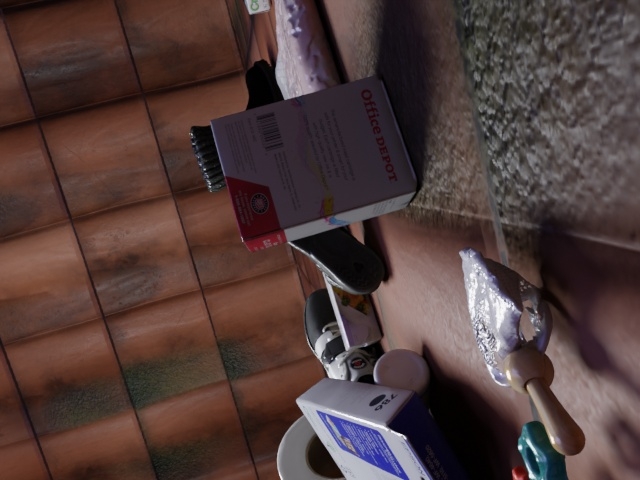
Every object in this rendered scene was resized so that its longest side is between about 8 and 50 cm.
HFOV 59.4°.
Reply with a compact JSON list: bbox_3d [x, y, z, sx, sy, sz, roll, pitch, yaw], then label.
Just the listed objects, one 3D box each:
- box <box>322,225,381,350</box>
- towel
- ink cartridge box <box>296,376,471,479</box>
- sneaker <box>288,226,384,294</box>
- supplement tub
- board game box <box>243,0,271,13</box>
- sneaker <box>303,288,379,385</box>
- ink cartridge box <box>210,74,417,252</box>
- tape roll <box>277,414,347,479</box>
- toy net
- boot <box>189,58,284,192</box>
[{"bbox_3d":[0.031,0.037,1.024,0.067,0.063,0.324,99,155,-72],"label":"box"},{"bbox_3d":[-0.011,-0.204,0.871,0.317,0.053,0.332,110,144,-79],"label":"towel"},{"bbox_3d":[0.084,0.253,0.661,0.165,0.065,0.332,58,159,-4],"label":"ink cartridge box"},{"bbox_3d":[0.000,0.000,0.850,0.227,0.087,0.130,41,171,11],"label":"sneaker"},{"bbox_3d":[0.105,0.195,0.719,0.071,0.071,0.107,-112,9,-45],"label":"supplement tub"},{"bbox_3d":[-0.171,-0.656,1.169,0.193,0.053,0.305,-113,10,-49],"label":"board game box"},{"bbox_3d":[0.064,0.226,1.057,0.146,0.122,0.331,113,140,-60],"label":"sneaker"},{"bbox_3d":[-0.007,-0.075,0.568,0.072,0.175,0.128,89,165,-78],"label":"ink cartridge box"},{"bbox_3d":[0.048,0.476,1.135,0.246,0.246,0.169,-115,12,-59],"label":"tape roll"},{"bbox_3d":[0.139,0.112,0.337,0.122,0.045,0.232,86,169,-70],"label":"toy net"},{"bbox_3d":[-0.209,-0.301,1.431,0.131,0.260,0.348,86,167,-62],"label":"boot"}]
